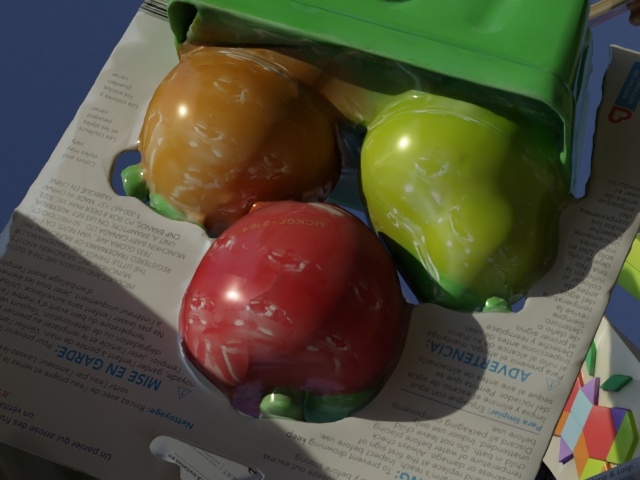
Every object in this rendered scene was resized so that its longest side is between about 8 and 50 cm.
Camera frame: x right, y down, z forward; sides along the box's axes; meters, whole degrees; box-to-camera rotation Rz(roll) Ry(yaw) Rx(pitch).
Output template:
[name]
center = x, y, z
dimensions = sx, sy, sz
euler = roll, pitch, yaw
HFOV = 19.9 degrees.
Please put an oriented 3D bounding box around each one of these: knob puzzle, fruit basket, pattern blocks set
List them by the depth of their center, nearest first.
[fruit basket]
center = 0.000, 0.000, 0.987
dimensions = 0.165, 0.327, 0.353
euler = 73, -142, -60
[pattern blocks set]
center = 0.204, 0.132, 1.366
dimensions = 0.026, 0.325, 0.285
euler = 5, -76, -25
[knob puzzle]
center = 0.218, -0.171, 1.513
dimensions = 0.213, 0.213, 0.030
euler = -25, -89, -46

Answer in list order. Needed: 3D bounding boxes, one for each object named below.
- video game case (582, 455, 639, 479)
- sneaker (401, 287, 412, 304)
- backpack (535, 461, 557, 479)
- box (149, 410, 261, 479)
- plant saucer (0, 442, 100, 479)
[video game case]
center = 0.212, 0.195, 1.107
dimensions = 0.157, 0.143, 0.019
euler = 51, -153, -24
[sneaker]
center = 0.061, 0.117, 1.847
dimensions = 0.122, 0.146, 0.330
euler = -37, -98, -12
[backpack]
center = 0.232, 0.193, 1.756
dimensions = 0.120, 0.101, 0.098
euler = 44, -153, -29
[box]
center = -0.089, 0.138, 1.559
dimensions = 0.145, 0.186, 0.038
euler = 39, -157, -7
[plant saucer]
center = -0.230, 0.087, 0.942
dimensions = 0.400, 0.100, 0.400
euler = 55, -176, -5
